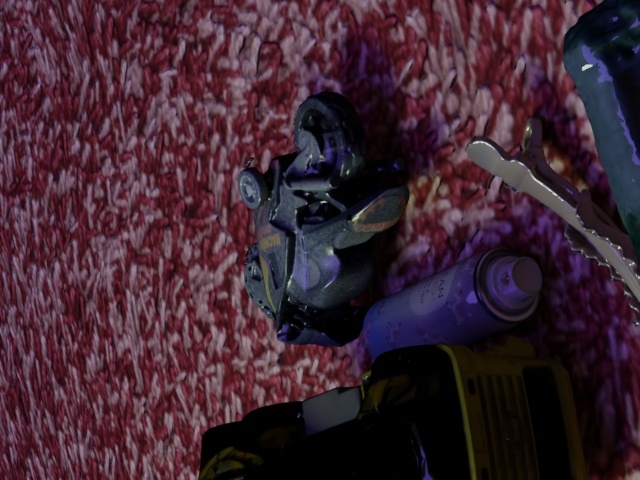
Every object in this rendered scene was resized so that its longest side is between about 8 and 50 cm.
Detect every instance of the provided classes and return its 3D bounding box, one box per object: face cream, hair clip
[{"bbox_3d":[0.124,0.060,1.686,0.229,0.075,0.075,-30,81,57],"label":"face cream"},{"bbox_3d":[0.219,-0.016,1.531,0.226,0.072,0.034,46,146,19],"label":"hair clip"}]

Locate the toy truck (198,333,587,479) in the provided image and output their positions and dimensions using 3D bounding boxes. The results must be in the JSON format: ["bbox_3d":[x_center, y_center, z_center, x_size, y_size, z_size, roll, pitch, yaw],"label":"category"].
[{"bbox_3d":[0.067,0.217,1.704,0.405,0.254,0.181,-28,67,50],"label":"toy truck"}]

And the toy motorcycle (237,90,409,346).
[{"bbox_3d":[0.000,0.000,1.798,0.173,0.108,0.307,57,147,27],"label":"toy motorcycle"}]

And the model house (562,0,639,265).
[{"bbox_3d":[0.370,-0.068,1.098,0.329,0.251,0.295,-26,79,52],"label":"model house"}]
